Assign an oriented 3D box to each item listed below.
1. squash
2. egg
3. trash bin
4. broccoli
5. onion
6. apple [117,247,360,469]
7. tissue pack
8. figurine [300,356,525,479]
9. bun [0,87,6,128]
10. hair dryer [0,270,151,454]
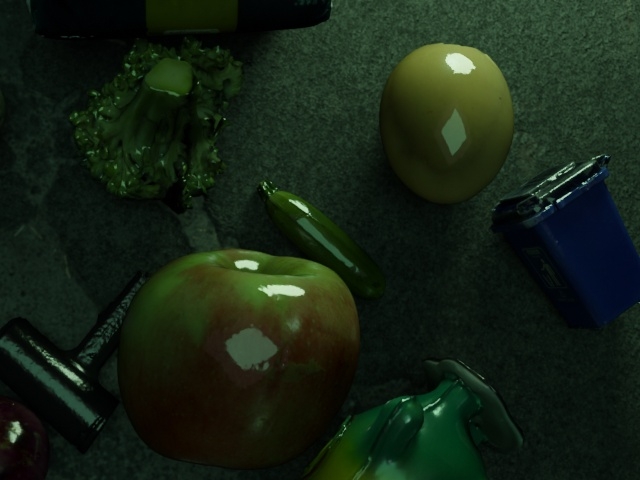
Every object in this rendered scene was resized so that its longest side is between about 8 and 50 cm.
[{"bbox_3d":[0.000,0.000,1.450,0.252,0.066,0.066,41,77,-2],"label":"squash"},{"bbox_3d":[0.186,-0.166,1.435,0.201,0.201,0.245,8,59,-9],"label":"egg"},{"bbox_3d":[0.396,0.003,1.479,0.184,0.162,0.235,-32,94,-13],"label":"trash bin"},{"bbox_3d":[-0.207,-0.171,1.348,0.262,0.243,0.247,-19,80,-19],"label":"broccoli"},{"bbox_3d":[-0.449,0.292,1.290,0.177,0.153,0.177,-4,77,15],"label":"onion"},{"bbox_3d":[-0.110,0.161,1.289,0.319,0.319,0.277,5,99,-9],"label":"apple"},{"bbox_3d":[-0.199,-0.426,1.344,0.416,0.264,0.253,-6,117,-12],"label":"tissue pack"},{"bbox_3d":[0.107,0.337,1.331,0.340,0.324,0.231,-43,52,-19],"label":"figurine"},{"bbox_3d":[-0.522,-0.165,1.363,0.183,0.102,0.183,-2,73,6],"label":"bun"},{"bbox_3d":[-0.325,0.142,1.376,0.197,0.089,0.251,40,68,0],"label":"hair dryer"}]
